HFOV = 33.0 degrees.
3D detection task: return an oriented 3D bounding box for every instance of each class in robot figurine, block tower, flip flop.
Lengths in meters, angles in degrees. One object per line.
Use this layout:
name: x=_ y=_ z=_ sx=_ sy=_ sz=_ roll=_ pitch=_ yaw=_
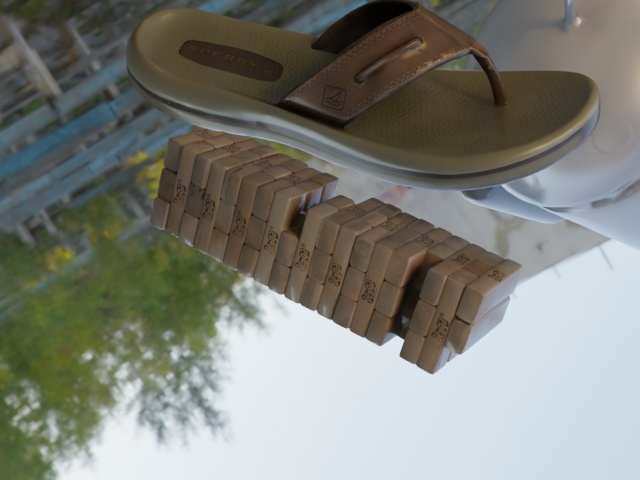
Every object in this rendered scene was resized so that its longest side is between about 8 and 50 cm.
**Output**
robot figurine: x=0.254 y=-0.102 z=0.883 sx=0.300 sy=0.353 sz=0.199 roll=-39 pitch=-131 yaw=33
block tower: x=0.000 y=0.000 z=0.961 sx=0.097 sy=0.335 sz=0.091 roll=-24 pitch=136 yaw=-56
flip flop: x=0.022 y=-0.101 z=0.619 sx=0.277 sy=0.080 sz=0.112 roll=15 pitch=-141 yaw=9
